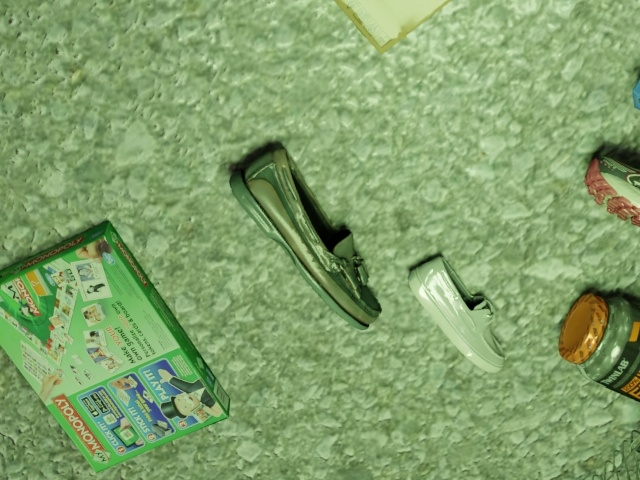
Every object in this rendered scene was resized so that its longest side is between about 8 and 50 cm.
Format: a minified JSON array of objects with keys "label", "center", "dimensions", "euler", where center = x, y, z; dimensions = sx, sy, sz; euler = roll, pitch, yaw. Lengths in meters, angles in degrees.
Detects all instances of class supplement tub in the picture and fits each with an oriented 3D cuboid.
[{"label":"supplement tub","center":[0.410,0.146,1.755],"dimensions":[0.190,0.117,0.117],"euler":[23,117,-11]}]

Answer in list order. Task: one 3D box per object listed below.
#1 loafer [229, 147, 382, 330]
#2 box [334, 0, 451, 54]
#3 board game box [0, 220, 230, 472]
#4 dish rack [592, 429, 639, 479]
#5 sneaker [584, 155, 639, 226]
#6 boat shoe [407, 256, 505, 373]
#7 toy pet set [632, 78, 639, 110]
[{"label":"loafer","center":[0.000,0.000,1.699],"dimensions":[0.084,0.096,0.267],"euler":[-37,110,13]},{"label":"box","center":[0.070,-0.333,1.550],"dimensions":[0.164,0.021,0.201],"euler":[-36,112,19]},{"label":"board game box","center":[-0.289,0.148,1.810],"dimensions":[0.214,0.046,0.317],"euler":[-23,116,14]},{"label":"dish rack","center":[0.469,0.340,1.867],"dimensions":[0.208,0.074,0.271],"euler":[23,126,-12]},{"label":"sneaker","center":[0.467,-0.052,1.660],"dimensions":[0.299,0.121,0.112],"euler":[14,89,-6]},{"label":"boat shoe","center":[0.190,0.094,1.767],"dimensions":[0.063,0.066,0.184],"euler":[-36,103,20]},{"label":"toy pet set","center":[0.424,-0.198,1.611],"dimensions":[0.122,0.065,0.114],"euler":[37,79,-21]}]
